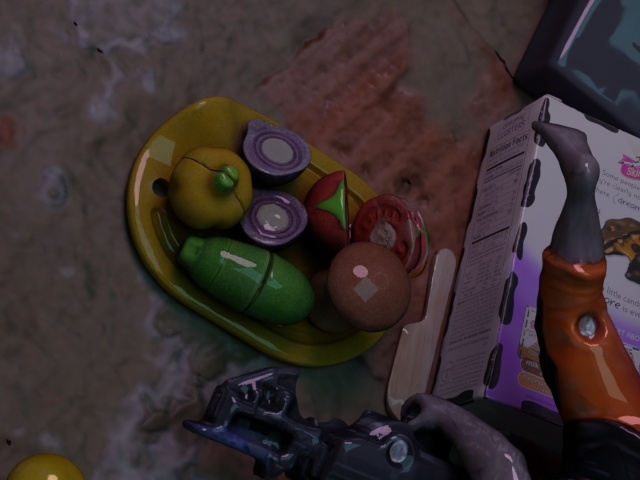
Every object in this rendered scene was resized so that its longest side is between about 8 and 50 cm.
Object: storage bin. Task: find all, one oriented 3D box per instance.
[{"bbox_3d":[0.196,-0.111,1.129,0.135,0.098,0.091,35,73,-15],"label":"storage bin"}]

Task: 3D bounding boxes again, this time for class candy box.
[{"bbox_3d":[0.168,0.035,1.080,0.165,0.070,0.196,22,67,-20],"label":"candy box"}]

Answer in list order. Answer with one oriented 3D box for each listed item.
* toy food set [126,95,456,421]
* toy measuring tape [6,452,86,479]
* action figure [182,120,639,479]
[{"bbox_3d":[0.000,0.000,1.001,0.218,0.071,0.128,31,64,-17],"label":"toy food set"},{"bbox_3d":[-0.093,0.263,0.853,0.121,0.121,0.330,-19,91,-30],"label":"toy measuring tape"},{"bbox_3d":[0.117,0.113,0.913,0.341,0.178,0.330,16,96,-20],"label":"action figure"}]
